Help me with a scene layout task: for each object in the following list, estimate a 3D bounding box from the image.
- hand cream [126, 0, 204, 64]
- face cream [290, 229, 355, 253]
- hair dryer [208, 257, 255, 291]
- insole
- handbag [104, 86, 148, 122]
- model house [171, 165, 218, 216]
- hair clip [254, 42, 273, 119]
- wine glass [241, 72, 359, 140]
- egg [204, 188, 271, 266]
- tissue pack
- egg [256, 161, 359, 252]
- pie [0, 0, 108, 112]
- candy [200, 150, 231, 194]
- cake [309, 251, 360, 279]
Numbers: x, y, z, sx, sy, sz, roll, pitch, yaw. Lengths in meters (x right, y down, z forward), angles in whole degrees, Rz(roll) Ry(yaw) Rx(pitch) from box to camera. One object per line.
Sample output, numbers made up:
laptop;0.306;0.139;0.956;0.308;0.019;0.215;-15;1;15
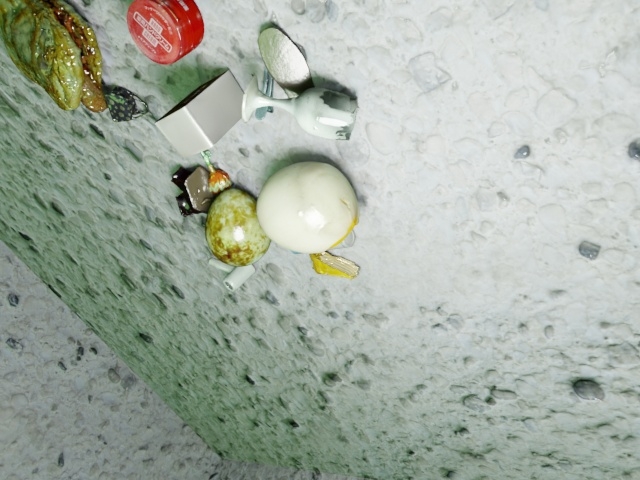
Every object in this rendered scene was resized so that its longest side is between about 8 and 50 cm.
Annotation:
hand cream;-0.442;-0.617;1.516;0.193;0.125;0.193;17;137;17
face cream;0.000;0.000;1.858;0.250;0.077;0.077;-8;124;38
hair dryer;-0.398;0.121;2.214;0.236;0.131;0.073;21;142;35
insole;-0.072;-0.450;1.501;0.111;0.007;0.328;-18;122;20
handbag;-0.667;-0.473;1.854;0.139;0.072;0.115;8;132;9
model house;-0.476;-0.182;1.983;0.164;0.141;0.203;14;118;53
hair clip;-0.159;-0.468;1.538;0.039;0.070;0.230;23;131;18
wine glass;-0.057;-0.365;1.465;0.320;0.143;0.143;11;136;3
egg;-0.298;-0.045;1.889;0.238;0.238;0.290;1;120;32
tissue pack;-0.346;-0.379;1.590;0.159;0.246;0.136;-13;122;39
egg;-0.052;-0.100;1.644;0.345;0.283;0.283;-4;127;38
pie;-0.922;-0.641;1.769;0.418;0.180;0.395;30;141;15
candy;-0.407;-0.288;1.855;0.084;0.078;0.288;-18;115;23
cake;0.048;0.075;1.906;0.184;0.080;0.116;7;135;40
